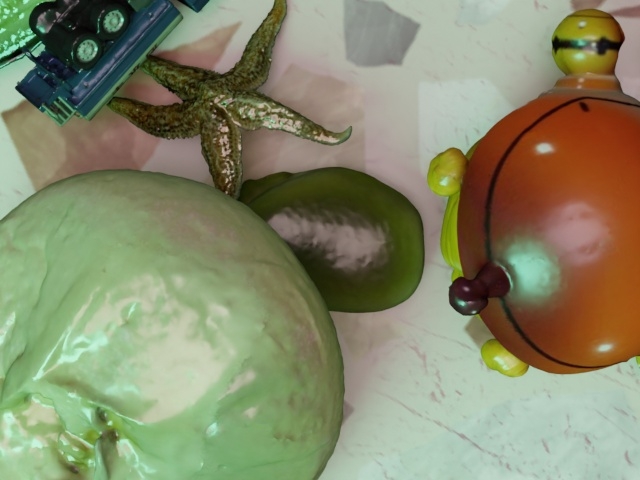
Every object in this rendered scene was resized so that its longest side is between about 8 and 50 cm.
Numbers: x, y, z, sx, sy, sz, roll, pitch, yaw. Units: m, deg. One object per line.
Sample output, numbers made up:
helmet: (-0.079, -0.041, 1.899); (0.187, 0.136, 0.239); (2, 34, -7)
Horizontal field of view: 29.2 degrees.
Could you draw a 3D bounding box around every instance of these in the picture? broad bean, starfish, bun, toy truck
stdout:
broad bean: (0.000, 0.000, 1.040); (0.174, 0.082, 0.124); (-3, 97, -5)
starfish: (-0.078, -0.120, 1.027); (0.223, 0.050, 0.216); (16, 69, 13)
bun: (-0.152, 0.131, 0.962); (0.361, 0.213, 0.361); (6, 117, 12)
toy truck: (-0.164, -0.182, 1.009); (0.201, 0.088, 0.074); (-48, 51, -5)

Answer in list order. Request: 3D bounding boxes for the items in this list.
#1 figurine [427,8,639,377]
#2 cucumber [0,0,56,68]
figurine: (0.234, -0.019, 0.957); (0.323, 0.196, 0.320); (-20, 100, -4)
cucumber: (-0.269, -0.221, 1.036); (0.193, 0.086, 0.115); (-37, 124, 10)
